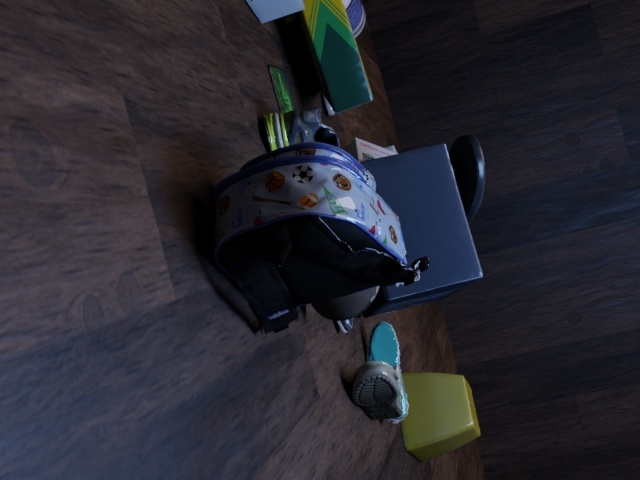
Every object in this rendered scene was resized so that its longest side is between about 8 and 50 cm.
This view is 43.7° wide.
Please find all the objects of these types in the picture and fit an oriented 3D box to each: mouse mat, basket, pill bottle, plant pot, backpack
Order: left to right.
[{"bbox_3d":[-0.071,-0.289,1.752,0.152,0.007,0.190,-34,110,-76],"label":"mouse mat"},{"bbox_3d":[-0.023,-0.019,1.134,0.263,0.276,0.213,37,35,-60],"label":"backpack"},{"bbox_3d":[0.000,0.000,1.430,0.227,0.154,0.204,57,21,-45],"label":"basket"},{"bbox_3d":[0.030,-0.680,2.276,0.264,0.153,0.153,31,46,-72],"label":"pill bottle"},{"bbox_3d":[0.327,0.473,2.195,0.212,0.187,0.212,53,26,-60],"label":"plant pot"}]

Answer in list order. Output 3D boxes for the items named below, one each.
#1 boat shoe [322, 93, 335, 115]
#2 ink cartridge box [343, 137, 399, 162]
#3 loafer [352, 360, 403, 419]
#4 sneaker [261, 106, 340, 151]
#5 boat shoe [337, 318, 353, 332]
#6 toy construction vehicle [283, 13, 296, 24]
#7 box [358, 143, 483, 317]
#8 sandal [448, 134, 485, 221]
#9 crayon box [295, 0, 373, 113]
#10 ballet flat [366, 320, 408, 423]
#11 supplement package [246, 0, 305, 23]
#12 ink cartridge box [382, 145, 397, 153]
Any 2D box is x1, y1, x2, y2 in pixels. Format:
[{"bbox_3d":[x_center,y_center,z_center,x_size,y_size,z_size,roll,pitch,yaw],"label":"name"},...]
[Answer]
[{"bbox_3d":[0.045,-0.405,2.238,0.184,0.063,0.066,-80,152,-62],"label":"boat shoe"},{"bbox_3d":[0.143,-0.158,2.170,0.154,0.093,0.212,18,45,-26],"label":"ink cartridge box"},{"bbox_3d":[0.119,0.309,1.712,0.268,0.102,0.092,72,8,-59],"label":"loafer"},{"bbox_3d":[-0.011,-0.161,1.602,0.300,0.121,0.111,53,26,-59],"label":"sneaker"},{"bbox_3d":[0.056,0.100,1.728,0.075,0.065,0.206,56,23,-52],"label":"boat shoe"},{"bbox_3d":[-0.083,-0.571,1.940,0.098,0.035,0.086,-71,144,-68],"label":"toy construction vehicle"},{"bbox_3d":[0.180,-0.006,1.789,0.395,0.212,0.294,107,-31,-79],"label":"box"},{"bbox_3d":[0.289,-0.089,1.973,0.446,0.107,0.168,111,-34,-57],"label":"sandal"},{"bbox_3d":[0.012,-0.507,1.979,0.363,0.106,0.313,-107,177,-70],"label":"crayon box"},{"bbox_3d":[0.151,0.317,1.907,0.077,0.091,0.241,132,-47,-69],"label":"ballet flat"},{"bbox_3d":[-0.108,-0.571,1.681,0.105,0.105,0.179,45,33,-66],"label":"supplement package"},{"bbox_3d":[0.222,-0.110,2.517,0.226,0.131,0.306,51,29,-61],"label":"ink cartridge box"}]
